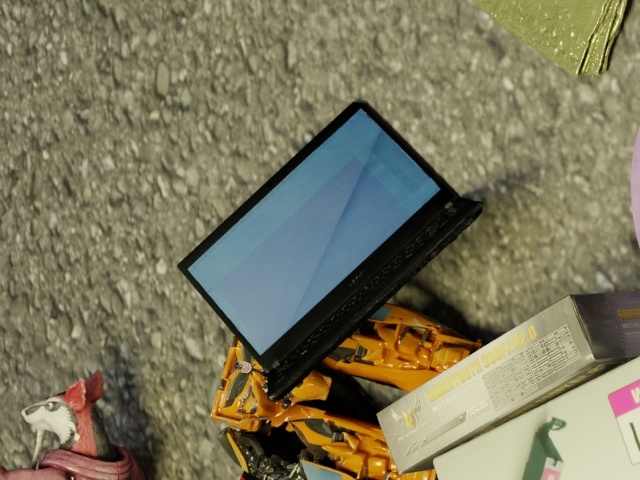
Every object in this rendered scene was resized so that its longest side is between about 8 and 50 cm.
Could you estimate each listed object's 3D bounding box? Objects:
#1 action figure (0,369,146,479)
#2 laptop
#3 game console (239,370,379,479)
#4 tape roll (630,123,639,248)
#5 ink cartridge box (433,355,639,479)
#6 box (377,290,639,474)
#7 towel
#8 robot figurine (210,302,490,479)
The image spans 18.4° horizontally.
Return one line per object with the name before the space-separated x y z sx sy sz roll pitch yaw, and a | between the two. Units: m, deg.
action figure | -0.263 0.311 1.999 0.276 0.248 0.370 31 117 40
laptop | 0.000 0.000 1.706 0.234 0.264 0.136 -43 93 1
game console | 0.036 0.351 1.833 0.386 0.060 0.342 44 116 35
tape roll | 0.361 -0.038 1.437 0.275 0.090 0.274 5 97 46
ink cartridge box | 0.221 0.225 1.433 0.275 0.060 0.239 -33 66 43
box | 0.185 0.110 1.561 0.231 0.183 0.056 -37 65 42
towel | 0.195 -0.209 1.644 0.148 0.027 0.110 38 119 37
robot figurine | 0.019 0.135 1.775 0.291 0.085 0.211 10 82 37
